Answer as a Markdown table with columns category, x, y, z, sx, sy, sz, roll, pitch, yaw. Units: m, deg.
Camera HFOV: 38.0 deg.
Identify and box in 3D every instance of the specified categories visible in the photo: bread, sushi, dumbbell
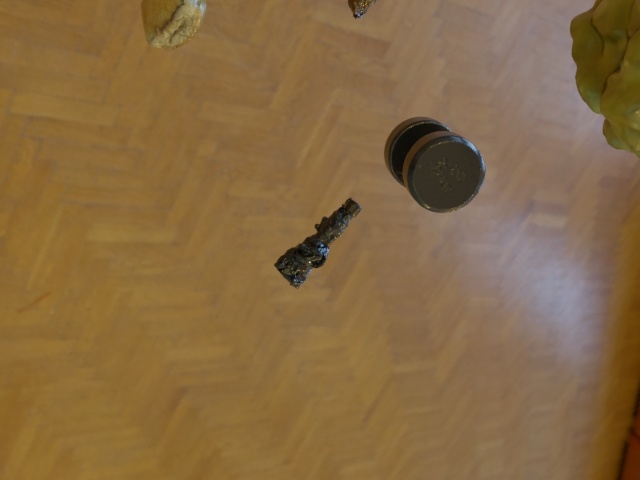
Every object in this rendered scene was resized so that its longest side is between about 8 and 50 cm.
| category | x | y | z | sx | sy | sz | roll | pitch | yaw |
| --- | --- | --- | --- | --- | --- | --- | --- | --- | --- |
| bread | -0.225 | -0.363 | 1.455 | 0.082 | 0.106 | 0.125 | 6 | 145 | -43 |
| sushi | 0.099 | -0.499 | 1.863 | 0.061 | 0.060 | 0.118 | -9 | 133 | -53 |
| dumbbell | 0.222 | -0.154 | 1.836 | 0.153 | 0.218 | 0.152 | -3 | 108 | -9 |

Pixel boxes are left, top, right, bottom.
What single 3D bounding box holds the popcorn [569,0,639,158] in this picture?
| category | x | y | z | sx | sy | sz | roll | pitch | yaw |
| --- | --- | --- | --- | --- | --- | --- | --- | --- | --- |
| popcorn | 0.317 | -0.156 | 0.674 | 0.235 | 0.241 | 0.250 | -11 | 172 | -34 |

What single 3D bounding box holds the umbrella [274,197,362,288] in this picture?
| category | x | y | z | sx | sy | sz | roll | pitch | yaw |
| --- | --- | --- | --- | --- | --- | --- | --- | --- | --- |
| umbrella | 0.001 | 0.001 | 1.955 | 0.224 | 0.080 | 0.071 | -45 | 166 | -2 |
